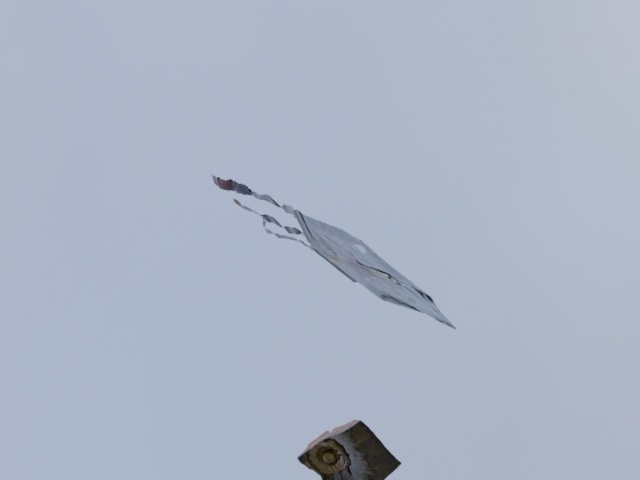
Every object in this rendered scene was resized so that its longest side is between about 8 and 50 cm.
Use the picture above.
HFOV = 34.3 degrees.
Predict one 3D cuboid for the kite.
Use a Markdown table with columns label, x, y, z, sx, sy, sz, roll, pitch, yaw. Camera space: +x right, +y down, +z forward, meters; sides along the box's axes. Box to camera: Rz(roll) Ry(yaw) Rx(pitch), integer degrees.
| label | x | y | z | sx | sy | sz | roll | pitch | yaw |
| --- | --- | --- | --- | --- | --- | --- | --- | --- | --- |
| kite | -0.001 | 0.001 | 0.816 | 0.015 | 0.245 | 0.141 | -52 | -48 | -9 |

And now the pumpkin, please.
| label | x | y | z | sx | sy | sz | roll | pitch | yaw |
| --- | --- | --- | --- | --- | --- | --- | --- | --- | --- |
| pumpkin | 0.031 | 0.220 | 1.052 | 0.073 | 0.101 | 0.035 | 52 | -149 | -10 |
